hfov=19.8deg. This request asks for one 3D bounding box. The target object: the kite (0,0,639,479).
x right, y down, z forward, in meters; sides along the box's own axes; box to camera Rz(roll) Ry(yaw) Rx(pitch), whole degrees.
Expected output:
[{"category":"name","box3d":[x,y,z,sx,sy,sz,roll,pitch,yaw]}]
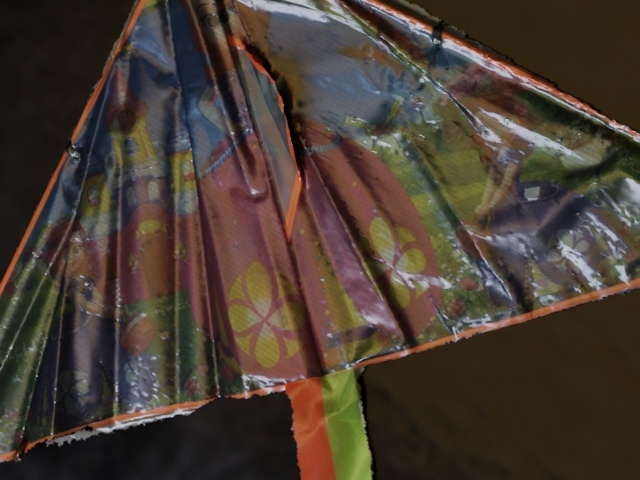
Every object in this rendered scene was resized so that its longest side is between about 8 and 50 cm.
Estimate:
[{"category":"kite","box3d":[0.000,0.000,0.462,0.241,0.014,0.183,-11,91,13]}]
